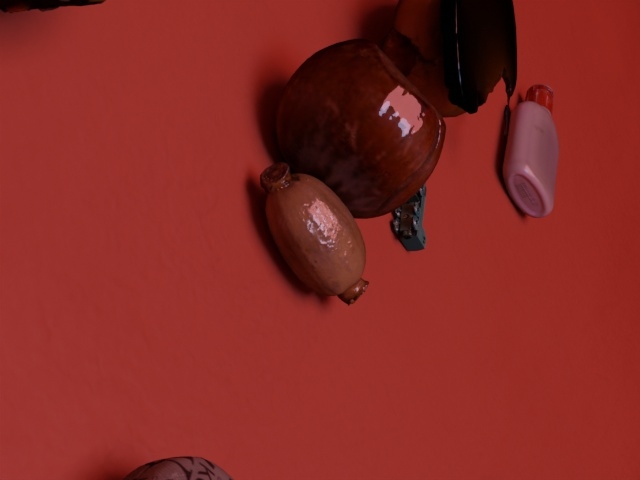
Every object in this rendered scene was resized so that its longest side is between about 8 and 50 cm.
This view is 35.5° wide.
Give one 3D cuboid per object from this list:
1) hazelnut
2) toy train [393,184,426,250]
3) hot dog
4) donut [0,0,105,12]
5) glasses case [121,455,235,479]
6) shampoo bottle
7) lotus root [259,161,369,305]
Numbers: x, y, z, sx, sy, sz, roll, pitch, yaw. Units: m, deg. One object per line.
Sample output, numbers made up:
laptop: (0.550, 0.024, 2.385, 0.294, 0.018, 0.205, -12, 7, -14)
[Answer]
hazelnut: (0.031, -0.095, 0.879, 0.154, 0.143, 0.143, 42, 43, -31)
toy train: (0.098, -0.034, 1.045, 0.045, 0.029, 0.092, 56, 34, -41)
hot dog: (0.142, -0.209, 1.128, 0.326, 0.107, 0.194, 0, 86, -68)
donut: (-0.197, -0.236, 0.597, 0.230, 0.095, 0.216, -41, 114, -57)
glasses case: (-0.034, 0.292, 0.628, 0.355, 0.085, 0.137, 61, 35, -21)
shampoo bottle: (0.296, -0.136, 1.385, 0.108, 0.051, 0.221, 50, 39, -30)
lotus root: (0.000, 0.000, 0.837, 0.150, 0.062, 0.073, 55, 36, -26)
